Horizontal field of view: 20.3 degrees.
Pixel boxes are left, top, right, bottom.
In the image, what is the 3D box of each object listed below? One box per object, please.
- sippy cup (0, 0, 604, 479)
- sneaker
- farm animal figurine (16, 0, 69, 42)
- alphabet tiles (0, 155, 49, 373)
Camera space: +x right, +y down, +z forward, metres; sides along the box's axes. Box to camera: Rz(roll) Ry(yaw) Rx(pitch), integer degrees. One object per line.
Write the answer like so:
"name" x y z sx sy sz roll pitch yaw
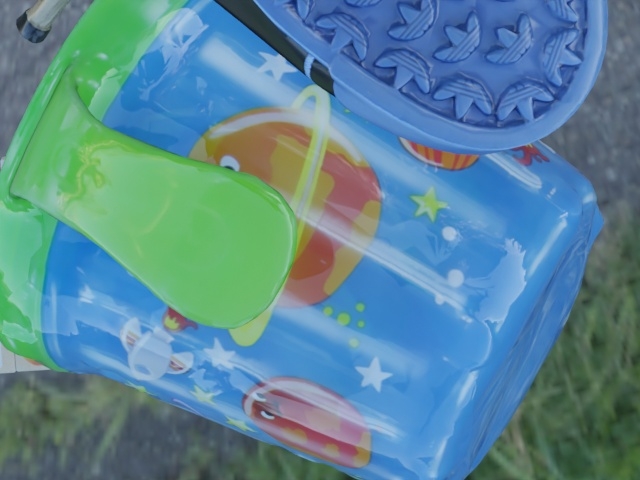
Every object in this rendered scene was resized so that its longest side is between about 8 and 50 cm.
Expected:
"sippy cup" 0.000 0.000 0.835 0.224 0.305 0.240 29 133 15
"sneaker" -0.024 -0.108 0.440 0.081 0.090 0.232 -42 86 -7
"farm animal figurine" -0.227 -0.263 0.899 0.172 0.327 0.330 -33 158 32
"alphabet tiles" -0.208 0.020 1.422 0.237 0.009 0.198 -3 121 -8
